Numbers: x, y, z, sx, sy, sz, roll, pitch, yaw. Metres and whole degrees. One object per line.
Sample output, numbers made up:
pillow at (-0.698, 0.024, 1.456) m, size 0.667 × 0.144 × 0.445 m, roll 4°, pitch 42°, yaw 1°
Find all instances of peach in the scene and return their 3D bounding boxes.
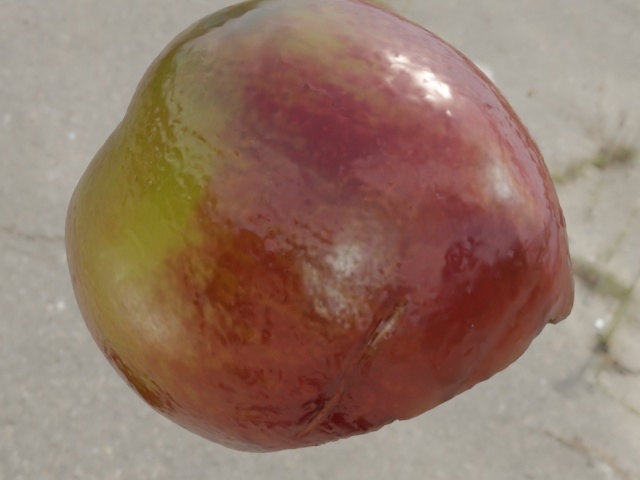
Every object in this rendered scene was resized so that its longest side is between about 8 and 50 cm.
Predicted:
peach at (0.000, 0.000, 0.678) m, size 0.192 × 0.190 × 0.190 m, roll 38°, pitch 28°, yaw 9°
